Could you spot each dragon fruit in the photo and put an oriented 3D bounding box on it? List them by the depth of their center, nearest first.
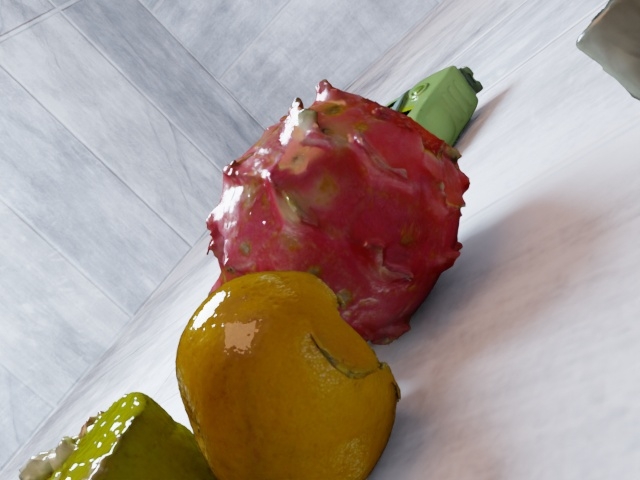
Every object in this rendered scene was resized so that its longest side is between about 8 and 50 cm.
[{"bbox_3d":[0.000,0.000,0.592,0.268,0.210,0.205,-37,-29,29],"label":"dragon fruit"}]

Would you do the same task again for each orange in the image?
[{"bbox_3d":[-0.020,0.093,0.452,0.134,0.155,0.154,-17,-2,-27],"label":"orange"}]

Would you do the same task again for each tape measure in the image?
[{"bbox_3d":[0.114,-0.135,0.922,0.154,0.087,0.177,-11,35,49],"label":"tape measure"}]

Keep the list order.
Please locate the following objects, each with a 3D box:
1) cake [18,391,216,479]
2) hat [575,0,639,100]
[{"bbox_3d":[-0.147,0.223,0.443,0.179,0.156,0.260,-47,11,25],"label":"cake"},{"bbox_3d":[0.289,-0.169,0.421,0.244,0.149,0.214,-27,-12,-45],"label":"hat"}]
